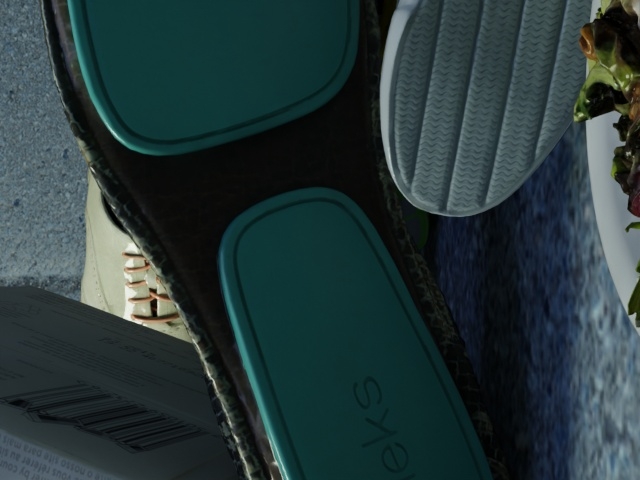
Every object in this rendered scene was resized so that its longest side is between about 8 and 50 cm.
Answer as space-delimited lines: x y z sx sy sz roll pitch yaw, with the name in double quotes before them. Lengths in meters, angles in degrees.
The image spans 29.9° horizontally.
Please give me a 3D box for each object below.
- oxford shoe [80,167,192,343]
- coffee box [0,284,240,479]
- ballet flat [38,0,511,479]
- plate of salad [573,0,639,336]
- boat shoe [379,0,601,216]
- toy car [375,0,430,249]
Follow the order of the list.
"oxford shoe" -0.181 0.038 1.204 0.146 0.140 0.397 142 120 -81
"coffee box" -0.199 0.235 0.774 0.338 0.337 0.334 2 -76 -68
"ballet flat" -0.038 -0.033 0.609 0.182 0.164 0.483 168 84 -73
"plate of salad" 0.106 -0.055 0.349 0.200 0.048 0.200 180 90 -82
"boat shoe" 0.080 -0.121 0.474 0.076 0.083 0.226 -80 7 -65
"toy car" 0.045 -0.070 0.736 0.239 0.053 0.225 -113 24 -71
